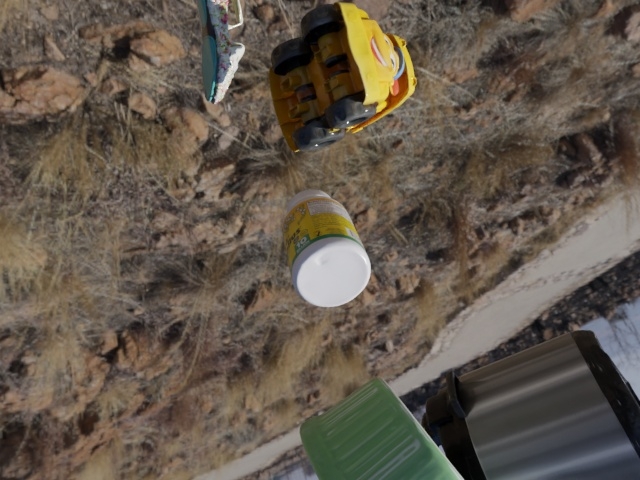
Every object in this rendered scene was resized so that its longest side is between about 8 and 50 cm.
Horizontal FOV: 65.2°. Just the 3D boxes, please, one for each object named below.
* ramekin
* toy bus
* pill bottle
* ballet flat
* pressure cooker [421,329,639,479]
[{"bbox_3d":[0.119,0.356,0.751,0.148,0.303,0.303,-39,158,-4],"label":"ramekin"},{"bbox_3d":[0.059,-0.228,0.714,0.211,0.149,0.220,-14,180,-28],"label":"toy bus"},{"bbox_3d":[0.000,0.000,0.802,0.118,0.208,0.117,-5,122,-8],"label":"pill bottle"},{"bbox_3d":[-0.171,-0.363,0.874,0.077,0.091,0.241,-12,115,-26],"label":"ballet flat"},{"bbox_3d":[0.423,0.414,0.984,0.420,0.369,0.375,-28,154,20],"label":"pressure cooker"}]
